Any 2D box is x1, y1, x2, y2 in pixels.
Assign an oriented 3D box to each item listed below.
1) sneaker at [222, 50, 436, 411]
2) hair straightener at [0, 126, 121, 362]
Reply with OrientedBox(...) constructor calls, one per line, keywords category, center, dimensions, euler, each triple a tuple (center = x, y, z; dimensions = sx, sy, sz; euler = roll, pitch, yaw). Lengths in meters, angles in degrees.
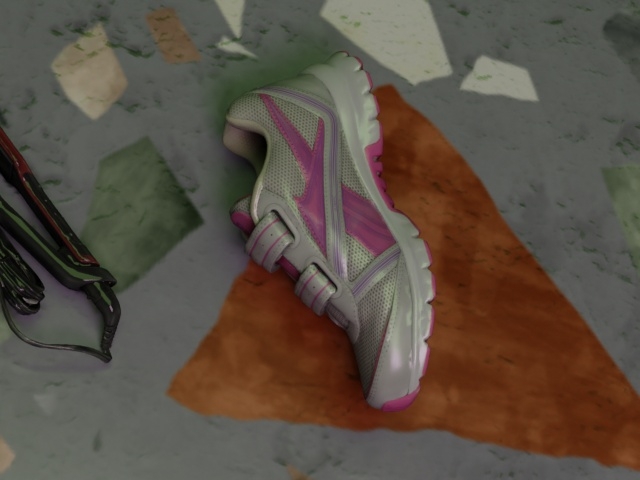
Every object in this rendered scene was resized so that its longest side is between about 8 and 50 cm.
OrientedBox(category="sneaker", center=(0.000, 0.000, 1.084), dimensions=(0.111, 0.103, 0.252), euler=(-12, 68, -14))
OrientedBox(category="hair straightener", center=(-0.214, -0.007, 1.059), dimensions=(0.089, 0.047, 0.230), euler=(-35, 87, -23))
